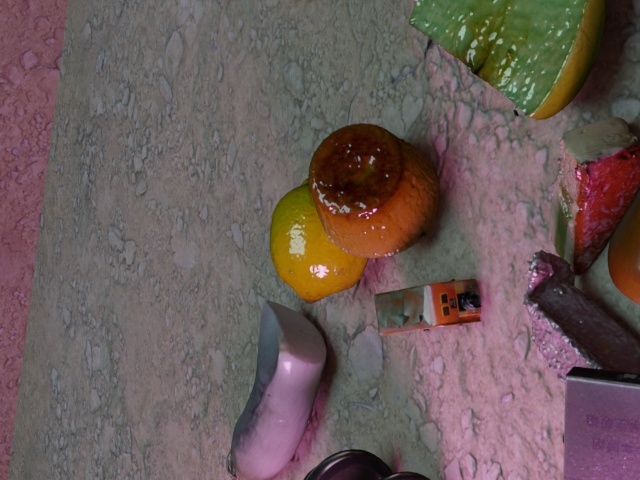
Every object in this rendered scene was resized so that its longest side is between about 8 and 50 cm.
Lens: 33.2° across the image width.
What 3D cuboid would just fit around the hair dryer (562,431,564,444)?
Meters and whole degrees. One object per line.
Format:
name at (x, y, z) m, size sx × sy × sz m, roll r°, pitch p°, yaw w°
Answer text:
hair dryer at (0.357, 0.348, 1.359) m, size 0.128 × 0.070 × 0.255 m, roll 39°, pitch 130°, yaw 49°

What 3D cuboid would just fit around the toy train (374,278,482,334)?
toy train at (0.160, 0.099, 1.612) m, size 0.188 × 0.099 × 0.072 m, roll -17°, pitch 76°, yaw 57°

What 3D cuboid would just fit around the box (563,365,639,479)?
box at (0.369, 0.313, 1.230) m, size 0.180 × 0.047 × 0.325 m, roll 4°, pitch 104°, yaw 27°

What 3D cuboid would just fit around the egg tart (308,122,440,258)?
egg tart at (0.074, -0.082, 1.627) m, size 0.202 × 0.147 × 0.202 m, roll -4°, pitch 75°, yaw 15°

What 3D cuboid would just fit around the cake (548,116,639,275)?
cake at (0.357, -0.063, 1.358) m, size 0.220 × 0.117 × 0.086 m, roll 76°, pitch 170°, yaw -50°

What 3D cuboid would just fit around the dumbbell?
dumbbell at (0.082, 0.432, 1.656) m, size 0.290 × 0.192 × 0.192 m, roll 8°, pitch 98°, yaw 56°

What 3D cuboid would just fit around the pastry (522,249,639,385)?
pastry at (0.336, 0.138, 1.332) m, size 0.265 × 0.103 × 0.112 m, roll 60°, pitch 144°, yaw 34°

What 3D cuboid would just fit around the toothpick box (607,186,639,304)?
toothpick box at (0.414, -0.071, 1.140) m, size 0.192 × 0.192 × 0.294 m, roll 44°, pitch 132°, yaw 48°

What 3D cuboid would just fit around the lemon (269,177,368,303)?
lemon at (0.000, -0.002, 1.793) m, size 0.180 × 0.180 × 0.193 m, roll -51°, pitch 40°, yaw 45°

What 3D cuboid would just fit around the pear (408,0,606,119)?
pear at (0.279, -0.310, 1.386) m, size 0.288 × 0.139 × 0.239 m, roll 49°, pitch 126°, yaw 43°

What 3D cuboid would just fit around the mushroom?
mushroom at (-0.094, 0.324, 1.994) m, size 0.177 × 0.126 × 0.397 m, roll -123°, pitch 43°, yaw -54°
